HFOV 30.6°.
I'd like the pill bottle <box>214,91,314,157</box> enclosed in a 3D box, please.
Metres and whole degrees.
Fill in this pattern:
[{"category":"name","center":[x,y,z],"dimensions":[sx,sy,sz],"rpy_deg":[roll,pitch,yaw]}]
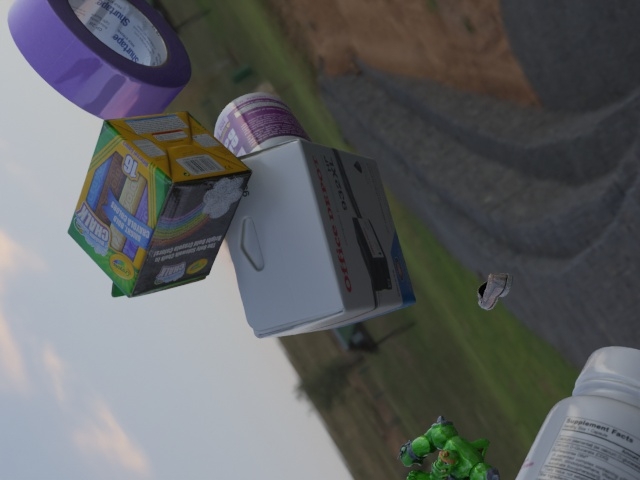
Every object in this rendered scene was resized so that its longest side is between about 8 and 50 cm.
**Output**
[{"category":"pill bottle","center":[-0.087,-0.143,2.180],"dimensions":[0.169,0.169,0.301],"rpy_deg":[55,-178,-36]}]

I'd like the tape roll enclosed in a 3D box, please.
[{"category":"tape roll","center":[-0.330,-0.300,1.766],"dimensions":[0.275,0.090,0.275],"rpy_deg":[36,-154,-21]}]

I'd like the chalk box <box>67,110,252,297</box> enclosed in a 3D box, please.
[{"category":"chalk box","center":[-0.198,-0.027,1.378],"dimensions":[0.132,0.213,0.132],"rpy_deg":[43,-146,26]}]

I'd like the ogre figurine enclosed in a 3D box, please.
[{"category":"ogre figurine","center":[0.198,0.345,1.735],"dimensions":[0.097,0.118,0.197],"rpy_deg":[8,-151,-23]}]

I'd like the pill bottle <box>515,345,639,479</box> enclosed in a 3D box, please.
[{"category":"pill bottle","center":[0.280,0.259,1.185],"dimensions":[0.160,0.283,0.160],"rpy_deg":[26,154,14]}]

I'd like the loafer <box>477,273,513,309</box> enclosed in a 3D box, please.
[{"category":"loafer","center":[0.270,0.076,1.860],"dimensions":[0.039,0.045,0.125],"rpy_deg":[17,159,-5]}]

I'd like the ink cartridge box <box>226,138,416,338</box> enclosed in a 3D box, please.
[{"category":"ink cartridge box","center":[0.000,0.000,1.537],"dimensions":[0.307,0.129,0.223],"rpy_deg":[3,-109,-69]}]
